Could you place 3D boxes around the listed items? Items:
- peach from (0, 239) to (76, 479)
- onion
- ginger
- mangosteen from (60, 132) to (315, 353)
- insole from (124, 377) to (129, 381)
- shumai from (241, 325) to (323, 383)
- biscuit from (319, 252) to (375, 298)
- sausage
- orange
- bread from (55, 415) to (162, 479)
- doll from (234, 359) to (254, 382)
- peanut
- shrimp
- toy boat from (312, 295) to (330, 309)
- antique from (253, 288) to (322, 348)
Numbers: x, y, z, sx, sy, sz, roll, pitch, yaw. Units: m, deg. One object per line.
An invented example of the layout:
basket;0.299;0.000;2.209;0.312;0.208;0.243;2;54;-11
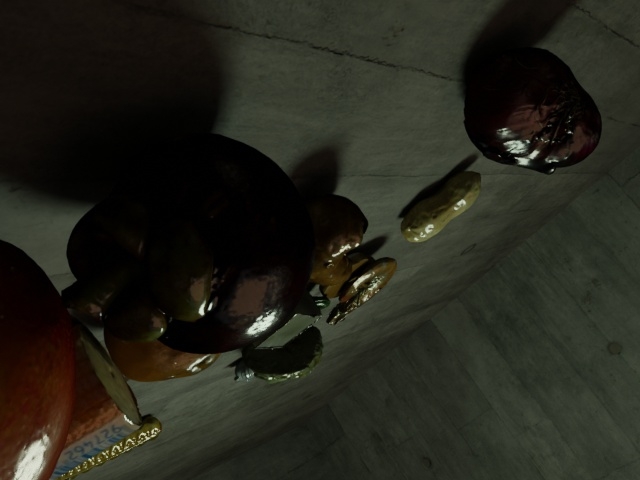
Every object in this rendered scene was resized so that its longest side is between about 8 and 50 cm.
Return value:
peach;-0.454;0.165;0.681;0.388;0.388;0.388;-30;160;-12
onion;0.415;-0.249;1.211;0.221;0.281;0.281;-67;163;-10
ginger;0.000;0.000;1.308;0.321;0.173;0.165;101;10;-71
mangosteen;-0.175;0.015;0.821;0.307;0.306;0.347;-47;165;31
insole;-0.456;0.330;1.560;0.135;0.002;0.045;-30;160;-9
shumai;-0.120;0.366;1.900;0.256;0.189;0.218;-16;152;-30
biscuit;0.076;0.097;1.783;0.181;0.049;0.208;-41;161;16
sausage;-0.504;0.319;1.131;0.287;0.233;0.233;-31;160;-8
orange;-0.292;0.178;1.201;0.249;0.183;0.249;-31;162;-11
bread;-0.642;0.622;1.841;0.368;0.084;0.077;-17;-163;-36
doll;-0.217;0.408;2.017;0.094;0.079;0.180;-3;-165;41
peanut;0.327;-0.091;1.668;0.263;0.101;0.117;-38;180;9
shrimp;0.107;0.149;1.791;0.287;0.063;0.152;-45;158;14
toy boat;-0.062;0.204;1.779;0.210;0.052;0.104;-29;153;27
antique;-0.106;0.169;1.520;0.147;0.148;0.152;-40;159;15
